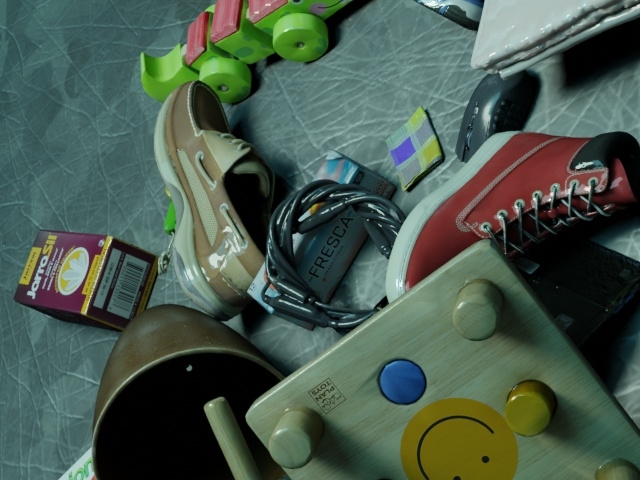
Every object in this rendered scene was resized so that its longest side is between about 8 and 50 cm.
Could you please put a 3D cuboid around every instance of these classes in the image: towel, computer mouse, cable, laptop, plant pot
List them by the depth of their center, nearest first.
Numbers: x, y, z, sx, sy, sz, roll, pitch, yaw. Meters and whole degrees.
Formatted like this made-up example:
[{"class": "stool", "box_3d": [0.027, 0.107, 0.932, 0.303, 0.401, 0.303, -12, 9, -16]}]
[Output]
[{"class": "laptop", "box_3d": [0.162, 0.120, 1.432, 0.264, 0.136, 0.234, -42, 35, -14]}, {"class": "towel", "box_3d": [0.294, -0.324, 1.451, 0.332, 0.053, 0.317, -23, 42, 45]}, {"class": "computer mouse", "box_3d": [0.137, -0.070, 1.549, 0.071, 0.041, 0.242, 29, 92, 52]}, {"class": "cable", "box_3d": [0.028, 0.019, 1.572, 0.184, 0.047, 0.150, 17, 85, 29]}, {"class": "towel", "box_3d": [0.098, -0.096, 1.636, 0.060, 0.009, 0.083, -41, 43, 28]}, {"class": "plant pot", "box_3d": [-0.144, 0.160, 1.638, 0.215, 0.215, 0.230, -55, 24, 11]}]

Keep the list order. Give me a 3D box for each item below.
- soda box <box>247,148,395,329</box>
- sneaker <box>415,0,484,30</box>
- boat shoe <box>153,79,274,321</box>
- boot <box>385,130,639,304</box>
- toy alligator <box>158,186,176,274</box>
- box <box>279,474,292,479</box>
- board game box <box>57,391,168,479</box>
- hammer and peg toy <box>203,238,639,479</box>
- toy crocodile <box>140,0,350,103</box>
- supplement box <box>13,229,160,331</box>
[{"class": "soda box", "box_3d": [0.000, 0.000, 1.651, 0.183, 0.063, 0.058, -60, 38, 5]}, {"class": "sneaker", "box_3d": [0.126, -0.298, 1.664, 0.081, 0.080, 0.211, -52, 40, 20]}, {"class": "boat shoe", "box_3d": [-0.105, -0.061, 1.781, 0.116, 0.123, 0.324, -32, 53, 24]}, {"class": "boot", "box_3d": [0.179, -0.013, 1.375, 0.176, 0.088, 0.244, 3, 44, 48]}, {"class": "toy alligator", "box_3d": [-0.159, -0.044, 1.880, 0.051, 0.056, 0.189, 2, 64, 7]}, {"class": "box", "box_3d": [-0.005, 0.256, 1.517, 0.083, 0.052, 0.062, -40, 42, 26]}, {"class": "board game box", "box_3d": [-0.253, 0.339, 1.760, 0.305, 0.053, 0.193, -45, 41, 23]}, {"class": "hammer and peg toy", "box_3d": [0.064, 0.193, 1.260, 0.361, 0.266, 0.127, -36, 6, 16]}, {"class": "toy crocodile", "box_3d": [-0.082, -0.260, 1.868, 0.340, 0.105, 0.115, -25, 52, 39]}, {"class": "supplement box", "box_3d": [-0.296, 0.050, 1.958, 0.188, 0.081, 0.104, 5, 73, 51]}]
